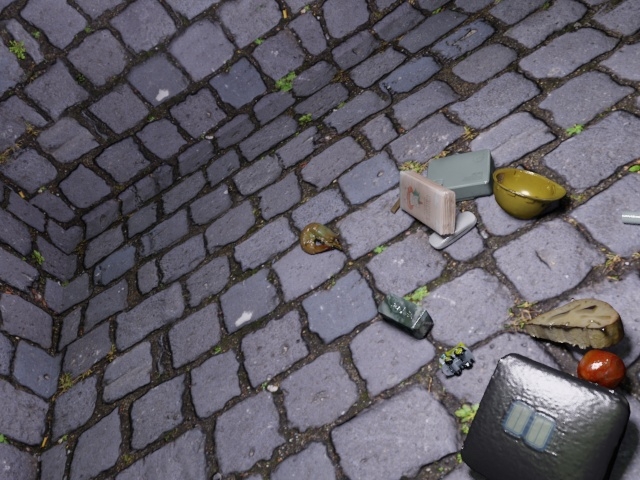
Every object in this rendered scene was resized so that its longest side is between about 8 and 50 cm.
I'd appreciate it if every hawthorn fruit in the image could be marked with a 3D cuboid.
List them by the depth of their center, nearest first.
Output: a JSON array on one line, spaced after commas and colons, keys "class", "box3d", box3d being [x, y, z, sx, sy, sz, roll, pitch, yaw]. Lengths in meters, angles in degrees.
[{"class": "hawthorn fruit", "box3d": [0.759, 0.354, 1.402, 0.128, 0.128, 0.128, -19, 45, 20]}]

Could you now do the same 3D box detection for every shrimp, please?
[{"class": "shrimp", "box3d": [0.001, 0.000, 2.290, 0.267, 0.061, 0.145, 22, 77, 41]}]

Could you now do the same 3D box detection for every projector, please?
[{"class": "projector", "box3d": [0.564, -0.252, 2.092, 0.257, 0.099, 0.191, -8, 49, 29]}]

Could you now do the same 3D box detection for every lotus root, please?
[{"class": "lotus root", "box3d": [0.751, 0.236, 1.507, 0.170, 0.074, 0.261, -35, 15, -22]}]

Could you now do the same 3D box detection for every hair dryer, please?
[{"class": "hair dryer", "box3d": [1.013, -0.011, 1.611, 0.155, 0.044, 0.183, 8, 62, 42]}]

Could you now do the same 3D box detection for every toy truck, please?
[{"class": "toy truck", "box3d": [0.427, 0.377, 1.655, 0.111, 0.076, 0.077, -35, 24, 6]}]

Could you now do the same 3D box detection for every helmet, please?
[{"class": "helmet", "box3d": [0.728, -0.151, 1.860, 0.205, 0.140, 0.257, -26, 46, -36]}]

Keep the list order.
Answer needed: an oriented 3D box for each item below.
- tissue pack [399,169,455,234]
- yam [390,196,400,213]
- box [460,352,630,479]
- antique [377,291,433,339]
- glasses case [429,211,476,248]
[{"class": "tissue pack", "box3d": [0.409, -0.154, 2.016, 0.071, 0.170, 0.325, -10, 25, -17]}, {"class": "yam", "box3d": [0.352, -0.176, 2.221, 0.145, 0.032, 0.032, -50, 43, -11]}, {"class": "box", "box3d": [0.585, 0.510, 1.369, 0.350, 0.091, 0.359, 19, 79, 42]}, {"class": "antique", "box3d": [0.302, 0.267, 1.822, 0.183, 0.086, 0.088, 23, 70, 45]}, {"class": "glasses case", "box3d": [0.505, -0.039, 1.978, 0.197, 0.049, 0.076, -37, 39, 2]}]
